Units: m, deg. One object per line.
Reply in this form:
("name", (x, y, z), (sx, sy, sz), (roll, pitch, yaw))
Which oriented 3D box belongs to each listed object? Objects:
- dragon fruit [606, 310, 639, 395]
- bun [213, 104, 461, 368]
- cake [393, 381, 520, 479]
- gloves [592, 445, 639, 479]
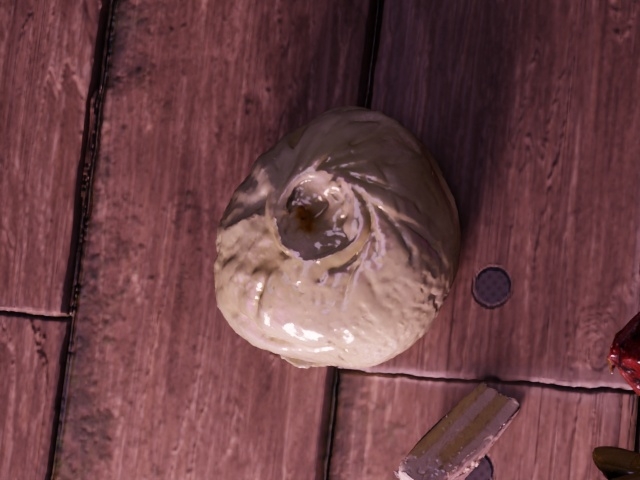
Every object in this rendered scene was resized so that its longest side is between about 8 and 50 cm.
("dragon fruit", (0.343, 0.087, 1.593), (0.161, 0.120, 0.127), (-50, 33, -13))
("bun", (0.000, 0.000, 1.711), (0.244, 0.153, 0.243), (-7, 75, 25))
("cake", (0.123, 0.180, 1.690), (0.052, 0.065, 0.121), (38, 73, 24))
("gloves", (0.316, 0.240, 1.523), (0.331, 0.141, 0.154), (-8, 100, 17))
